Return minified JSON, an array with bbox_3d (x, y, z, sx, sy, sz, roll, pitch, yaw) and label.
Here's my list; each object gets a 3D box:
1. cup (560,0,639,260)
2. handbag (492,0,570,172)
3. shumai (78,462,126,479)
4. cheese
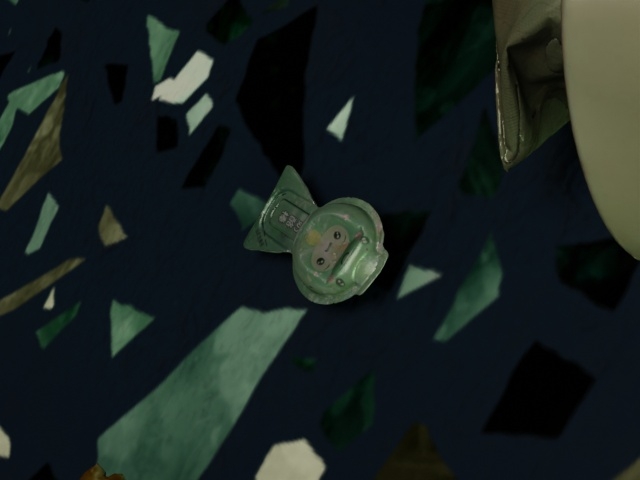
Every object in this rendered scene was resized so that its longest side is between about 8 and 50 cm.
[{"bbox_3d":[0.231,-0.068,0.576,0.200,0.253,0.191,3,64,33],"label":"cup"},{"bbox_3d":[0.188,-0.134,0.754,0.270,0.117,0.183,-6,76,36],"label":"handbag"},{"bbox_3d":[-0.104,0.221,0.840,0.201,0.120,0.201,-24,51,32],"label":"shumai"},{"bbox_3d":[0.000,0.000,0.925,0.120,0.026,0.067,32,92,49],"label":"cheese"}]
